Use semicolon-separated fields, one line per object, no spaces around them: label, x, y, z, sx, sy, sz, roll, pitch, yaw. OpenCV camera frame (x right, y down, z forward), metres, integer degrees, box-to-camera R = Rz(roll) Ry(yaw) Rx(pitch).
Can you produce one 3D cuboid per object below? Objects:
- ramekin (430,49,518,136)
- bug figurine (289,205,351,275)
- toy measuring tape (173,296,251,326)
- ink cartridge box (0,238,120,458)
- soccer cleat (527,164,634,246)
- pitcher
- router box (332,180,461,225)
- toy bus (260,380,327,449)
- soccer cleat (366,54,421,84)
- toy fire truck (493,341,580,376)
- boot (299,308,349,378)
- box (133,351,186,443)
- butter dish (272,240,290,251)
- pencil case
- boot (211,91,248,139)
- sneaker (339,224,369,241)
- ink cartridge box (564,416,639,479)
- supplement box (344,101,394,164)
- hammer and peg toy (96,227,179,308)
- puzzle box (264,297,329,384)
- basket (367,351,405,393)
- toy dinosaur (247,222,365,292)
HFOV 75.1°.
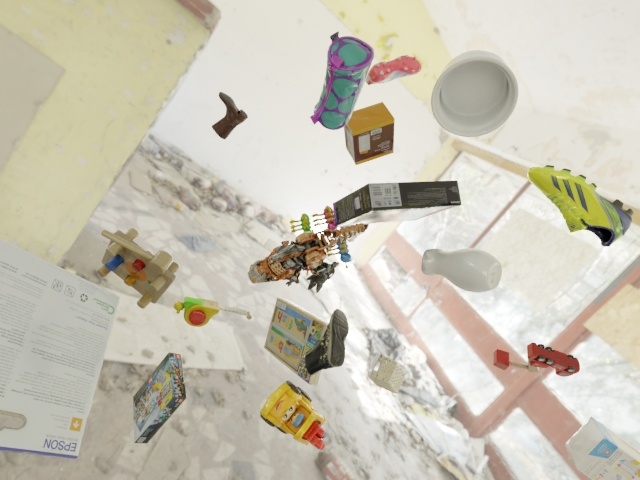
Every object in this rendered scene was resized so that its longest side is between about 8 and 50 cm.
ramekin;0.528;-0.514;1.441;0.277;0.277;0.135;36;42;-14
bug figurine;0.000;0.000;1.385;0.072;0.279;0.217;-8;85;-43
toy measuring tape;-0.470;0.326;1.800;0.329;0.122;0.121;17;20;-22
ink cartridge box;-0.537;0.188;0.730;0.324;0.071;0.330;49;32;-49
soccer cleat;0.639;-0.086;1.044;0.289;0.121;0.093;31;6;-2
pitcher;0.436;0.078;1.242;0.177;0.126;0.207;-7;13;-38
router box;0.225;-0.110;1.268;0.308;0.081;0.243;-5;-6;-23
toy bus;-0.069;0.598;1.383;0.211;0.149;0.220;33;-16;34
soccer cleat;0.288;-0.665;1.635;0.095;0.247;0.083;-28;-96;63
toy fire truck;0.618;0.351;1.201;0.191;0.135;0.047;20;52;1
boot;0.009;0.366;1.479;0.085;0.178;0.237;39;35;-22
box;-0.497;0.481;1.275;0.044;0.233;0.159;26;24;-38
butter dish;-0.162;0.059;1.939;0.160;0.159;0.119;78;6;-75
pencil case;0.029;-0.231;0.624;0.065;0.070;0.152;60;-16;12
boot;-0.282;-0.353;1.192;0.106;0.114;0.037;44;34;-27
sneaker;0.162;-0.055;1.841;0.290;0.123;0.106;-18;90;-81
ink cartridge box;0.617;0.467;0.872;0.143;0.092;0.090;34;14;11
supplement box;0.214;-0.468;1.834;0.194;0.191;0.129;78;-9;-54
hammer and peg toy;-0.632;0.074;1.457;0.266;0.361;0.127;41;46;-9
puzzle box;-0.115;0.454;1.938;0.052;0.272;0.408;13;2;-38
basket;0.288;0.574;1.791;0.103;0.113;0.167;15;-26;34
toy dinosaur;-0.032;0.045;1.139;0.218;0.321;0.165;59;25;-71
